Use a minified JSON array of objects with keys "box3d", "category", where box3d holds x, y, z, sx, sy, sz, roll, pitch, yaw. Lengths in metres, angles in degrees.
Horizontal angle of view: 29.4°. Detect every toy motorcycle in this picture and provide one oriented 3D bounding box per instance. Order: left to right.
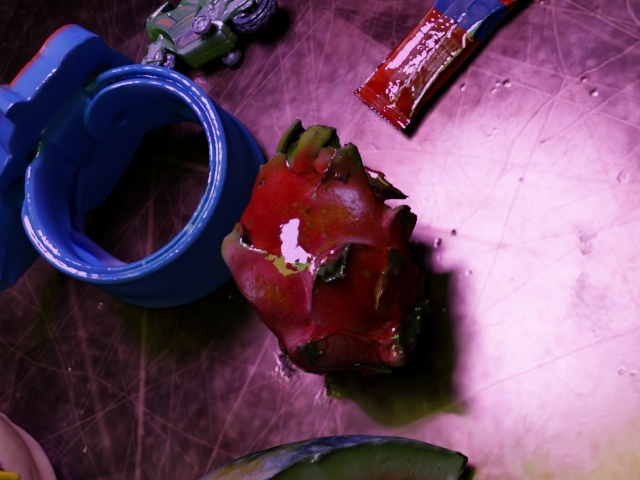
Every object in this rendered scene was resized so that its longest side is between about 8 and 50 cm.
[{"box3d":[-0.135,-0.249,1.405,0.190,0.074,0.106,-27,50,18],"category":"toy motorcycle"}]

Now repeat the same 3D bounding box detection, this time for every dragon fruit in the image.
[{"box3d":[0.021,0.003,1.154,0.200,0.198,0.269,22,49,1],"category":"dragon fruit"}]

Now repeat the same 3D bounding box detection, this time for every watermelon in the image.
[{"box3d":[-0.021,0.274,1.047,0.193,0.231,0.310,20,35,37],"category":"watermelon"}]

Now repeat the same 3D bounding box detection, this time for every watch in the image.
[{"box3d":[-0.221,-0.039,1.279,0.275,0.241,0.305,34,90,22],"category":"watch"}]

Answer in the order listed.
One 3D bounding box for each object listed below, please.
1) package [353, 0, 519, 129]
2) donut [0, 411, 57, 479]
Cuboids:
[{"box3d":[0.125,-0.206,1.260,0.200,0.022,0.083,-47,55,3],"category":"package"},{"box3d":[-0.449,0.280,1.247,0.371,0.150,0.307,-4,53,7],"category":"donut"}]
